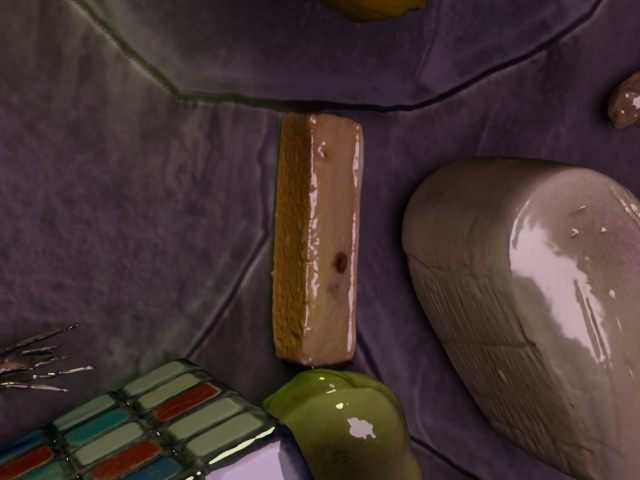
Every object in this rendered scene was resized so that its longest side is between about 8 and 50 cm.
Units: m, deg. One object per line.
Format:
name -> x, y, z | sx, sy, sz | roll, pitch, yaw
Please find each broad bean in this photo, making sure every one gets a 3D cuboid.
broad bean -> 0.015, 0.175, 1.217 | 0.124, 0.082, 0.174 | 0, 105, 13

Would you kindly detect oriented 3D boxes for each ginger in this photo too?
ginger -> 0.306, -0.111, 1.347 | 0.173, 0.051, 0.069 | 8, 87, -16

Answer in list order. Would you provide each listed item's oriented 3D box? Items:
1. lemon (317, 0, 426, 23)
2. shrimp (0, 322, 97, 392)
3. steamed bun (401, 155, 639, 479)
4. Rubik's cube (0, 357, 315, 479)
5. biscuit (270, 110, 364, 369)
lemon -> 0.046, -0.347, 1.084 | 0.364, 0.364, 0.364 | -1, 93, -21
shrimp -> -0.312, 0.090, 1.084 | 0.343, 0.116, 0.145 | -9, 98, -22
steamed bun -> 0.183, 0.048, 1.224 | 0.155, 0.200, 0.250 | -34, 106, -17
Rubik's cube -> -0.122, 0.274, 1.063 | 0.287, 0.293, 0.292 | -27, 100, -13
biscuit -> 0.000, 0.000, 1.233 | 0.056, 0.052, 0.188 | 0, 94, -33
